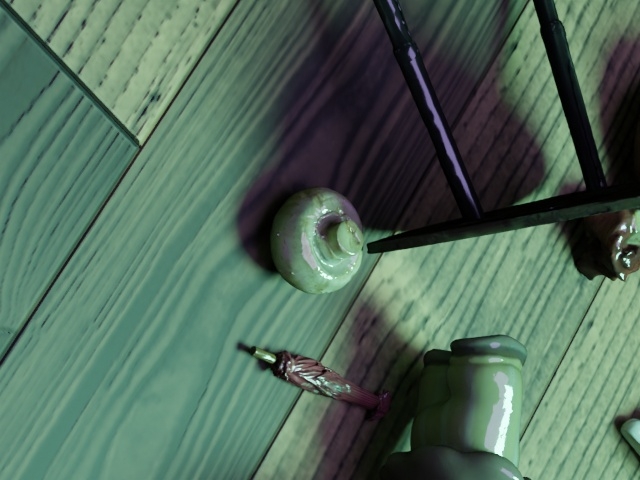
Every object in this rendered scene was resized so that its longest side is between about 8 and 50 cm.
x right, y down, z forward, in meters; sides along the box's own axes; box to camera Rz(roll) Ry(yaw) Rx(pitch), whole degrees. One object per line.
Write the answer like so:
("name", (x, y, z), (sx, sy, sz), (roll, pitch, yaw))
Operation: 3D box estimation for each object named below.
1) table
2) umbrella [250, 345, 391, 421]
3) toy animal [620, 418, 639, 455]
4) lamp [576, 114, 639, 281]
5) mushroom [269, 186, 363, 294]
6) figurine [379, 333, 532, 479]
("table", (0.195, -0.147, 1.517), (0.317, 0.317, 0.249), (-13, 93, -42))
("umbrella", (0.004, 0.113, 1.527), (0.165, 0.025, 0.027), (26, 54, -43))
("toy animal", (0.388, 0.161, 1.830), (0.182, 0.127, 0.131), (-49, 118, -15))
("lamp", (0.348, -0.063, 1.752), (0.215, 0.151, 0.223), (7, 91, -39))
("mushroom", (0.000, 0.000, 1.483), (0.083, 0.067, 0.083), (4, 84, -40))
("figurine", (0.087, 0.256, 1.495), (0.203, 0.248, 0.380), (35, 58, -34))
